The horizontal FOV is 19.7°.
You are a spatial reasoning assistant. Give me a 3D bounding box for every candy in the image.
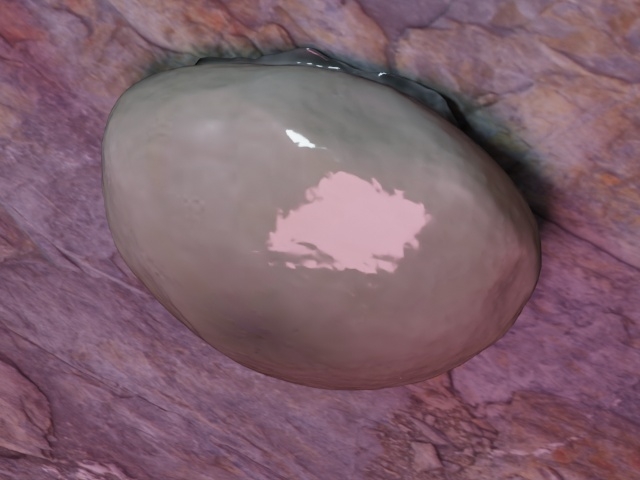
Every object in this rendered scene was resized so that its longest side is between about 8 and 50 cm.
[{"bbox_3d":[0.000,0.000,1.693,0.427,0.186,0.386,-8,133,38],"label":"candy"}]
